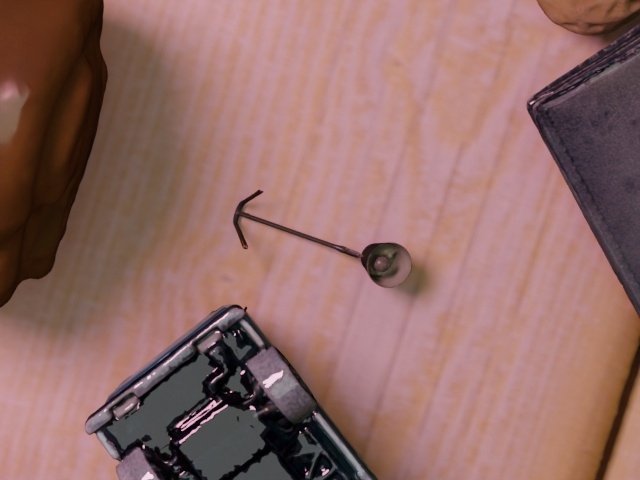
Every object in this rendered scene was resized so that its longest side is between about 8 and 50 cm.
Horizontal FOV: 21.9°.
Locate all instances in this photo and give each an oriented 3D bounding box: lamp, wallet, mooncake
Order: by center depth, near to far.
[{"bbox_3d":[-0.200,-0.079,1.048,0.117,0.235,0.235,18,93,-3],"label":"mooncake"},{"bbox_3d":[0.315,-0.072,1.142,0.290,0.054,0.251,-35,112,-2],"label":"wallet"},{"bbox_3d":[0.001,0.000,1.153,0.121,0.054,0.041,18,93,-13],"label":"lamp"}]

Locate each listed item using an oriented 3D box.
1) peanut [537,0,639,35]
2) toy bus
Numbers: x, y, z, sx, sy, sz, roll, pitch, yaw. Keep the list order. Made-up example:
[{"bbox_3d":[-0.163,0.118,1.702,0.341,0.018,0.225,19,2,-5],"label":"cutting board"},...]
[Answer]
[{"bbox_3d":[0.238,-0.221,1.133,0.214,0.090,0.098,-34,126,0],"label":"peanut"},{"bbox_3d":[-0.022,0.176,1.101,0.133,0.165,0.271,-38,97,0],"label":"toy bus"}]
